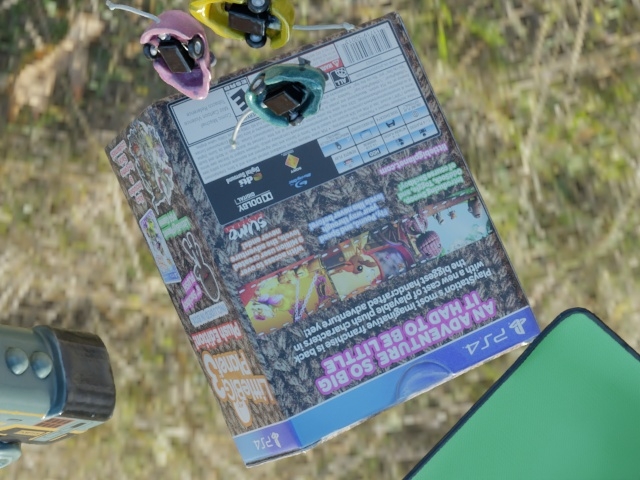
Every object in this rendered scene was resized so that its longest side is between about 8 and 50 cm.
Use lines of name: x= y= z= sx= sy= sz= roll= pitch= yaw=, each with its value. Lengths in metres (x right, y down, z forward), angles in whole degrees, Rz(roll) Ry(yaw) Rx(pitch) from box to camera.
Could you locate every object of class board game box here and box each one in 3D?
board game box: x=0.000 y=0.000 z=1.550 sx=0.232 sy=0.141 sz=0.291 roll=-23 pitch=88 yaw=-23

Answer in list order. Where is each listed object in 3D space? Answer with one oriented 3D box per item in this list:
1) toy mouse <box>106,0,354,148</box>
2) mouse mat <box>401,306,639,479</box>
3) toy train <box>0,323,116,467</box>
toy mouse: x=-0.050 y=-0.110 z=1.180 sx=0.161 sy=0.031 sz=0.143 roll=14 pitch=146 yaw=12
mouse mat: x=0.137 y=0.143 z=1.183 sx=0.190 sy=0.007 sz=0.152 roll=-47 pitch=121 yaw=5
toy train: x=-0.357 y=0.144 z=1.903 sx=0.190 sy=0.142 sz=0.334 roll=-24 pitch=158 yaw=27
